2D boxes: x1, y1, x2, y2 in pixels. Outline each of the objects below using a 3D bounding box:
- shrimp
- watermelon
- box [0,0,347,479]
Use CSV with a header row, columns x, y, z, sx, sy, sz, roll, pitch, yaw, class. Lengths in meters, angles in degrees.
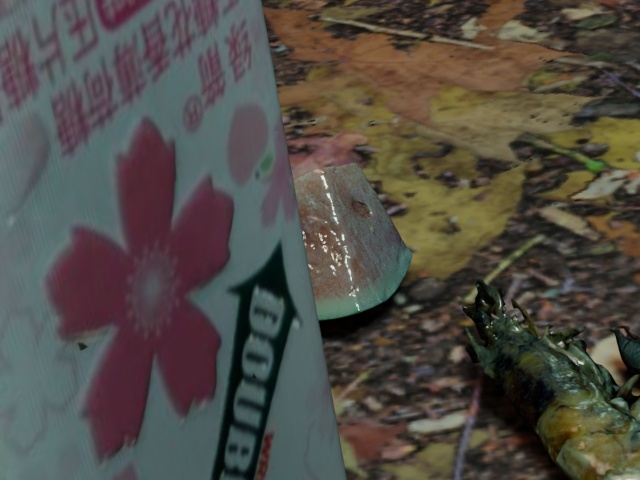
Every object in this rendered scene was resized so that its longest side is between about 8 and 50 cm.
x,y,z,sx,sy,sz,roll,pitch,yaw,class
0.121,0.067,0.784,0.091,0.034,0.161,-11,35,-26,shrimp
-0.004,0.004,0.882,0.084,0.072,0.092,-32,38,-4,watermelon
-0.079,0.030,0.563,0.112,0.370,0.190,8,36,25,box
